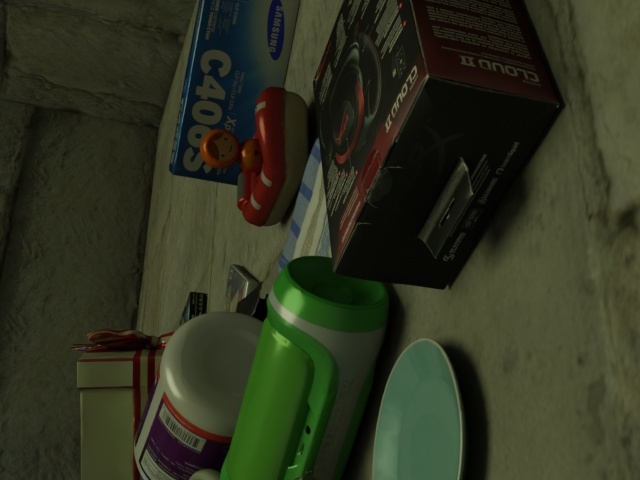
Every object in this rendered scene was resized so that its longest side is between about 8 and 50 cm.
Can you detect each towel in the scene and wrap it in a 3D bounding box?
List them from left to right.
[{"bbox_3d":[0.000,0.000,1.169,0.285,0.034,0.209,-118,40,-66],"label":"towel"}]

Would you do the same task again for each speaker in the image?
[{"bbox_3d":[-0.021,0.170,0.972,0.131,0.131,0.296,-112,35,-62],"label":"speaker"}]

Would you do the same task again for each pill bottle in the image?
[{"bbox_3d":[-0.157,0.253,1.302,0.323,0.182,0.181,116,157,-47],"label":"pill bottle"}]

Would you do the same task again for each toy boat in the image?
[{"bbox_3d":[-0.105,-0.130,1.395,0.231,0.151,0.151,120,154,-52],"label":"toy boat"}]

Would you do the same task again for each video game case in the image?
[{"bbox_3d":[-0.152,0.153,1.639,0.183,0.023,0.201,-153,73,-74],"label":"video game case"}]

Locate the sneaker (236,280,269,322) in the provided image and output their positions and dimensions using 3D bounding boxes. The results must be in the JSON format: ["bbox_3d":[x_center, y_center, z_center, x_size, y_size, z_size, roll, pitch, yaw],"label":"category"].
[{"bbox_3d":[-0.113,0.134,1.468,0.170,0.051,0.089,133,144,-56],"label":"sneaker"}]

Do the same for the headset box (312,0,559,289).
[{"bbox_3d":[0.082,-0.117,0.798,0.293,0.110,0.218,-96,21,-43],"label":"headset box"}]

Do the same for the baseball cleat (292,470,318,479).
[{"bbox_3d":[0.004,0.315,0.856,0.206,0.072,0.109,-122,42,-54],"label":"baseball cleat"}]

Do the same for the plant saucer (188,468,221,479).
[{"bbox_3d":[-0.147,0.482,1.114,0.400,0.101,0.400,175,90,-68],"label":"plant saucer"}]

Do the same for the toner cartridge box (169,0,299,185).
[{"bbox_3d":[-0.151,-0.272,1.622,0.075,0.165,0.347,-146,66,-72],"label":"toner cartridge box"}]

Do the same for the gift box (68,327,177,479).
[{"bbox_3d":[-0.299,0.276,1.592,0.276,0.255,0.258,-172,83,-76],"label":"gift box"}]

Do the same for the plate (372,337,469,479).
[{"bbox_3d":[0.086,0.176,0.776,0.188,0.024,0.188,-170,90,-75],"label":"plate"}]

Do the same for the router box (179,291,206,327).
[{"bbox_3d":[-0.283,0.183,2.061,0.122,0.038,0.092,118,156,-50],"label":"router box"}]
